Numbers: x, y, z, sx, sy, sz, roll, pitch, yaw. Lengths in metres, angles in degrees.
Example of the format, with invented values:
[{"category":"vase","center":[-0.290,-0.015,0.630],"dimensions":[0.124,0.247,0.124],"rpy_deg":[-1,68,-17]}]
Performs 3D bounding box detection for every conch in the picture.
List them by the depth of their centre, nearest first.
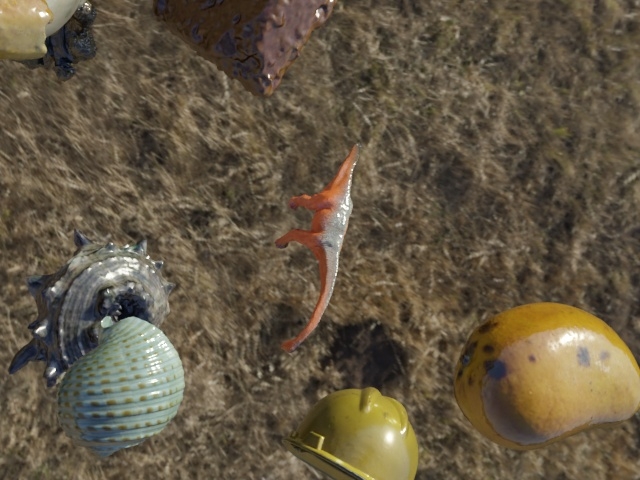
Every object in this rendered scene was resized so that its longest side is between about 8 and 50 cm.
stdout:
[{"category":"conch","center":[-0.124,0.095,0.473],"dimensions":[0.076,0.057,0.085],"rpy_deg":[6,112,0]},{"category":"conch","center":[-0.382,0.126,1.311],"dimensions":[0.313,0.186,0.241],"rpy_deg":[-53,151,-44]}]

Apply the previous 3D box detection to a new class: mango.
[{"category":"mango","center":[0.190,0.108,0.642],"dimensions":[0.178,0.090,0.115],"rpy_deg":[-8,81,-23]}]

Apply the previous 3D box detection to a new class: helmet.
[{"category":"helmet","center":[0.061,0.285,1.118],"dimensions":[0.205,0.257,0.140],"rpy_deg":[31,74,-2]}]

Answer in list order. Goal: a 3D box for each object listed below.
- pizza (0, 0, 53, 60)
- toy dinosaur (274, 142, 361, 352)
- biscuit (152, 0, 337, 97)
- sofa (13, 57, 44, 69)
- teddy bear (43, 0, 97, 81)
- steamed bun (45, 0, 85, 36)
[{"category":"pizza","center":[-0.284,-0.196,0.513],"dimensions":[0.182,0.062,0.161],"rpy_deg":[-6,76,-38]},{"category":"toy dinosaur","center":[-0.004,-0.003,0.891],"dimensions":[0.055,0.101,0.280],"rpy_deg":[32,69,-39]},{"category":"biscuit","center":[-0.170,-0.543,1.682],"dimensions":[0.343,0.395,0.166],"rpy_deg":[-53,146,1]},{"category":"sofa","center":[-0.649,-0.407,1.652],"dimensions":[0.118,0.039,0.060],"rpy_deg":[-2,80,-66]},{"category":"teddy bear","center":[-0.589,-0.462,1.787],"dimensions":[0.129,0.251,0.182],"rpy_deg":[-9,97,-58]},{"category":"steamed bun","center":[-0.396,-0.367,1.070],"dimensions":[0.130,0.177,0.228],"rpy_deg":[31,66,-8]}]
